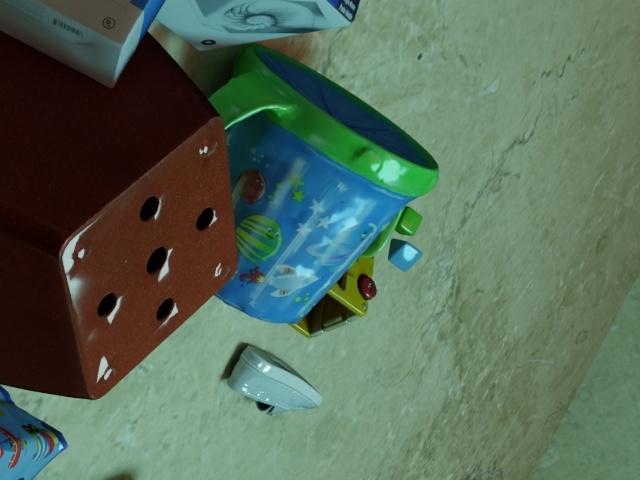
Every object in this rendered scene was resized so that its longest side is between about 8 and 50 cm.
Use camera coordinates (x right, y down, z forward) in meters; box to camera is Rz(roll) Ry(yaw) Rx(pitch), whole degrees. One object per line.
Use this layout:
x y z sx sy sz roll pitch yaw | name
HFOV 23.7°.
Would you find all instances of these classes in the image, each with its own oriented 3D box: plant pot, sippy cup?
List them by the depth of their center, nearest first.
-0.213 -0.034 1.206 0.267 0.235 0.267 -43 147 -33 | plant pot
-0.035 -0.045 1.547 0.305 0.240 0.224 29 103 -20 | sippy cup

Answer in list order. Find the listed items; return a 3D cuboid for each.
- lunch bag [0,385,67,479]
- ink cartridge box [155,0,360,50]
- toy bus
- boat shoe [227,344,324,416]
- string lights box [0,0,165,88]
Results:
-0.389 0.245 1.290 0.293 0.138 0.221 -52 167 6 | lunch bag
-0.057 -0.235 1.323 0.223 0.224 0.045 29 55 -62 | ink cartridge box
0.003 0.008 1.758 0.104 0.202 0.191 37 89 -32 | toy bus
-0.056 0.185 1.878 0.063 0.066 0.184 -51 154 1 | boat shoe
-0.150 -0.259 1.147 0.260 0.133 0.077 -63 -178 -24 | string lights box
